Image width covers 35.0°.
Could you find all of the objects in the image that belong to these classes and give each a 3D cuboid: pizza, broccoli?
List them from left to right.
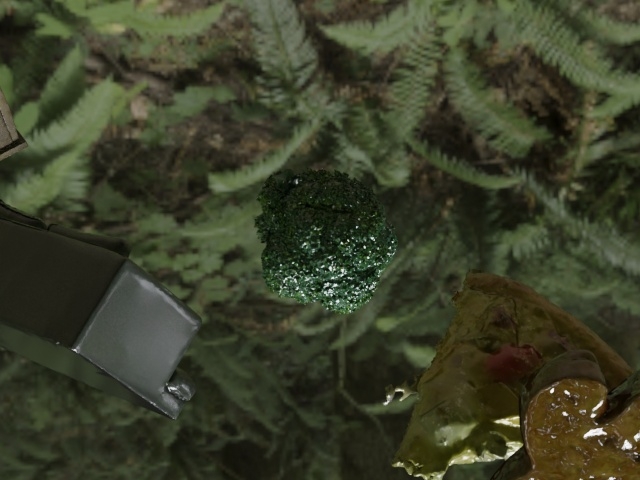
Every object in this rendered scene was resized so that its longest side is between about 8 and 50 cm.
[{"bbox_3d":[0.000,0.000,1.238,0.195,0.195,0.156,6,168,-35],"label":"broccoli"},{"bbox_3d":[0.185,0.154,1.009,0.288,0.280,0.075,-32,144,-38],"label":"pizza"}]

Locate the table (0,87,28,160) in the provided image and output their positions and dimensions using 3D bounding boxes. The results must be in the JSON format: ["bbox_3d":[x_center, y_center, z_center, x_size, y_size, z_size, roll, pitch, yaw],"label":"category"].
[{"bbox_3d":[-0.244,-0.087,0.627,0.083,0.070,0.082,-31,147,-19],"label":"table"}]

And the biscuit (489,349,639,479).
[{"bbox_3d":[0.264,0.204,0.737,0.367,0.314,0.063,-43,-178,33],"label":"biscuit"}]

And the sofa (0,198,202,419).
[{"bbox_3d":[-0.126,0.027,0.493,0.147,0.060,0.085,13,156,37],"label":"sofa"}]
